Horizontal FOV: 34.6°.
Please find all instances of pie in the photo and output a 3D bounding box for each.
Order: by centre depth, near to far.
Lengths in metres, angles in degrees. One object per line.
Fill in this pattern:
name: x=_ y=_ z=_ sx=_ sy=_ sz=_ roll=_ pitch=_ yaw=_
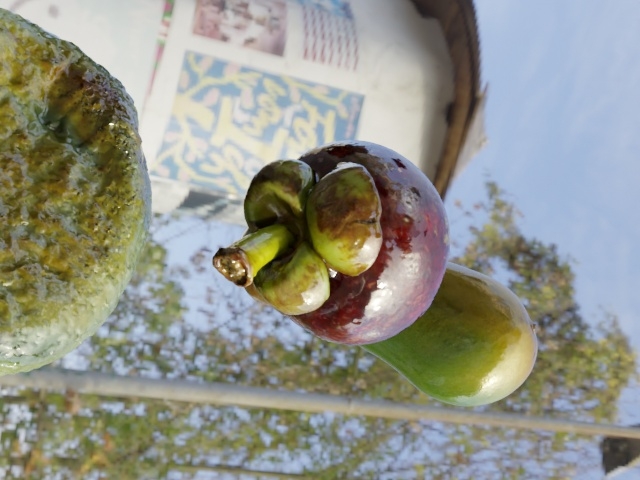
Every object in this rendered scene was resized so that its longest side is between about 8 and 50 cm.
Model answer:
pie: x=-0.241 y=-0.043 z=0.685 sx=0.078 sy=0.277 sz=0.277 roll=-35 pitch=-131 yaw=53

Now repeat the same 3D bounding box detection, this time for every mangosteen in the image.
mangosteen: x=0.001 y=-0.007 z=0.731 sx=0.156 sy=0.181 sz=0.146 roll=-55 pitch=-147 yaw=33

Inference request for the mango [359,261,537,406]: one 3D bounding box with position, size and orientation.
mango: x=0.135 y=0.098 z=1.224 sx=0.251 sy=0.114 sz=0.156 roll=26 pitch=-82 yaw=21
